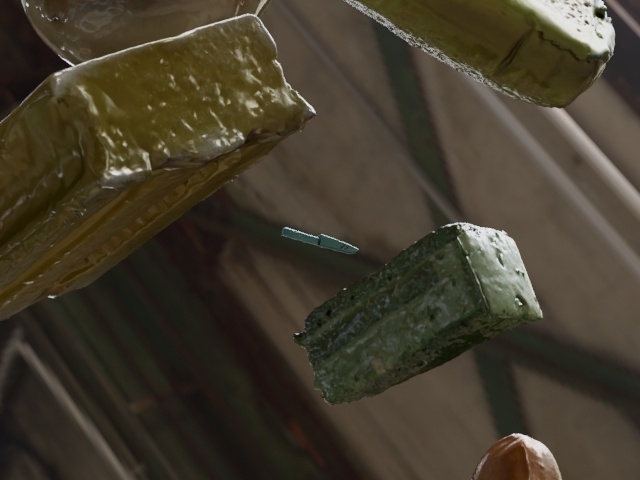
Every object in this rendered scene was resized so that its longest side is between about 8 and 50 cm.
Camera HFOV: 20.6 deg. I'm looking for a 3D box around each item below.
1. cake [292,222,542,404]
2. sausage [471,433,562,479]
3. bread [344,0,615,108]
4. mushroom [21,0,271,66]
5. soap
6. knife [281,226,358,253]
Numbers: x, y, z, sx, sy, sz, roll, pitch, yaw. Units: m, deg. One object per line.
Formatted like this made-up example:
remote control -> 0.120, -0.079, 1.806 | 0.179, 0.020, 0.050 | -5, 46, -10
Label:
cake -> 0.089, 0.072, 1.621 | 0.099, 0.100, 0.235 | 1, -26, -44
sausage -> 0.200, 0.321, 1.728 | 0.105, 0.274, 0.105 | -2, -36, -2
bread -> 0.100, -0.244, 1.667 | 0.112, 0.383, 0.166 | -56, 11, 35
mushroom -> -0.138, -0.214, 1.333 | 0.206, 0.206, 0.209 | -41, -36, 6
soap -> -0.170, -0.032, 1.199 | 0.199, 0.091, 0.315 | -22, -7, -43
knife -> 0.000, 0.000, 1.917 | 0.091, 0.014, 0.005 | 17, -11, -19
